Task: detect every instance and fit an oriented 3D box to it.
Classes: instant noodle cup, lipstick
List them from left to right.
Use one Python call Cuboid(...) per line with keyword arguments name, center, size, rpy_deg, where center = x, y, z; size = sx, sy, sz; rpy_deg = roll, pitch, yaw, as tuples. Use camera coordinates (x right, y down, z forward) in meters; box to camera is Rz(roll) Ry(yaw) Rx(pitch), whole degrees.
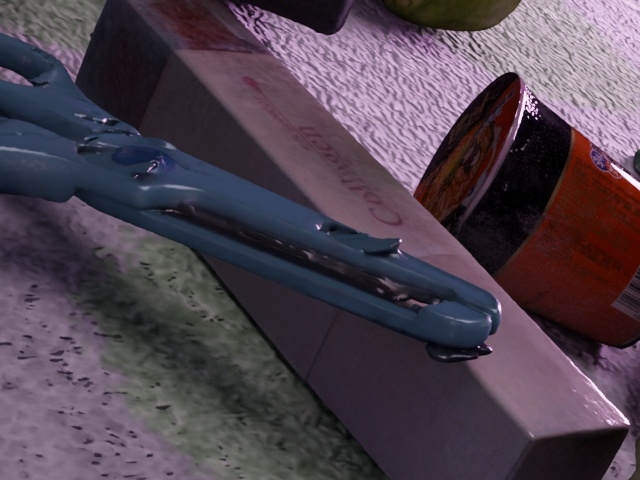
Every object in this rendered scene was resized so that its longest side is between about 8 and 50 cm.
Cuboid(name="lipstick", center=(0.000, 0.000, 0.845), size=(0.076, 0.080, 0.371), rpy_deg=(0, 36, -43))
Cuboid(name="instant noodle cup", center=(0.131, -0.008, 0.946), size=(0.135, 0.127, 0.127), rpy_deg=(30, 26, -12))

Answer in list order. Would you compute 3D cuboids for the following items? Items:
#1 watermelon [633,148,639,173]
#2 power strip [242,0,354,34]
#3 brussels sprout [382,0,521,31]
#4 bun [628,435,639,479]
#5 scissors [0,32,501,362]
Cuboid(name="watermelon", center=(0.291, -0.025, 1.188), size=(0.180, 0.081, 0.094), rpy_deg=(52, 11, 32))
Cuboid(name="power strip", center=(-0.050, -0.187, 1.069), size=(0.105, 0.070, 0.256), rpy_deg=(20, 6, -16))
Cuboid(name="brussels sprout", center=(0.085, -0.233, 1.291), size=(0.145, 0.131, 0.183), rpy_deg=(-14, 44, -22))
Cuboid(name="bun", center=(0.234, 0.099, 0.646), size=(0.293, 0.187, 0.293), rpy_deg=(-8, 6, 1))
Cuboid(name="scissors", center=(-0.097, -0.031, 0.772), size=(0.392, 0.032, 0.180), rpy_deg=(22, 29, 21))
